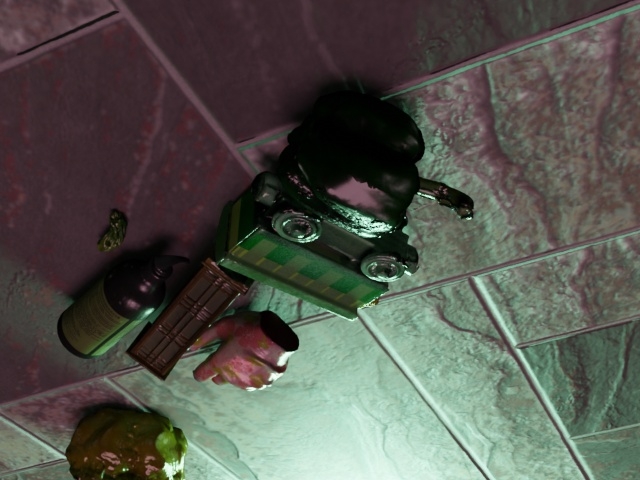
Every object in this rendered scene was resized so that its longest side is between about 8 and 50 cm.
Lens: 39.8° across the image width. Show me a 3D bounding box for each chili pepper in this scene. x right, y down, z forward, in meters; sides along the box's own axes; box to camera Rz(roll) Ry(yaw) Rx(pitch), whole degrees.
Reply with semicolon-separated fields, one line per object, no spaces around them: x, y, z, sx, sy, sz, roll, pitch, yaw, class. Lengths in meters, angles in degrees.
0.078;-0.084;1.194;0.261;0.174;0.165;25;138;-21;chili pepper
-0.327;-0.010;1.398;0.034;0.030;0.091;35;132;-2;chili pepper

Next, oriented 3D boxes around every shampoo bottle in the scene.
-0.329;0.098;1.472;0.101;0.101;0.284;29;133;-30;shampoo bottle

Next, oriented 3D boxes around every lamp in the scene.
-0.212;0.114;1.482;0.089;0.090;0.325;39;132;-7;lamp

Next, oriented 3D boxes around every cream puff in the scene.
-0.416;0.486;1.883;0.282;0.185;0.282;-2;139;-2;cream puff

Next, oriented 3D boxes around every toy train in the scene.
0.000;0.000;1.343;0.301;0.120;0.202;25;138;-28;toy train

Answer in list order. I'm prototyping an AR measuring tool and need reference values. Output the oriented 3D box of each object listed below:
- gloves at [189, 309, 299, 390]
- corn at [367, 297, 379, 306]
-0.154;0.214;1.606;0.145;0.126;0.241;28;127;-33;gloves
0.057;0.093;1.520;0.092;0.037;0.037;7;140;-5;corn
